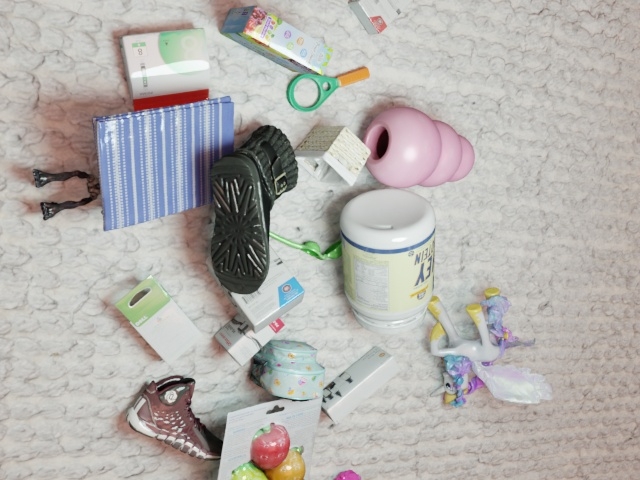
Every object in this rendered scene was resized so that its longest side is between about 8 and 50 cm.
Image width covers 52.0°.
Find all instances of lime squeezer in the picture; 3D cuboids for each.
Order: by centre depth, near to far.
[{"bbox_3d":[0.000,0.000,1.709,0.310,0.059,0.110,-9,107,-24],"label":"lime squeezer"}]

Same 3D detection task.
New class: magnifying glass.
[{"bbox_3d":[0.021,-0.388,1.643,0.231,0.026,0.092,-23,111,-19],"label":"magnifying glass"}]

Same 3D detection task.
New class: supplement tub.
[{"bbox_3d":[0.174,0.056,1.681,0.235,0.235,0.325,-22,128,-21],"label":"supplement tub"}]

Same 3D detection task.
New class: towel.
[{"bbox_3d":[-0.321,-0.171,1.402,0.336,0.040,0.243,-21,124,-40],"label":"towel"}]

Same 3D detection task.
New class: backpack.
[{"bbox_3d":[-0.075,0.332,1.677,0.166,0.188,0.144,9,98,-28],"label":"backpack"}]

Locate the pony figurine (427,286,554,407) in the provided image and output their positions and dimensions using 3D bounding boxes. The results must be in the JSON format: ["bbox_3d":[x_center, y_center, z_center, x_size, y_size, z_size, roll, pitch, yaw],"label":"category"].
[{"bbox_3d":[0.481,0.327,1.944,0.351,0.303,0.363,-9,113,9],"label":"pony figurine"}]

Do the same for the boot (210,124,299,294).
[{"bbox_3d":[-0.144,-0.075,1.521,0.131,0.260,0.348,9,115,12],"label":"boot"}]

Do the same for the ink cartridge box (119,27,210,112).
[{"bbox_3d":[-0.332,-0.347,1.456,0.181,0.056,0.224,-14,107,-23],"label":"ink cartridge box"}]

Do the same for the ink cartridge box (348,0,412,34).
[{"bbox_3d":[0.152,-0.597,1.637,0.135,0.056,0.099,-46,118,-9],"label":"ink cartridge box"}]

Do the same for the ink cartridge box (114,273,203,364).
[{"bbox_3d":[-0.385,0.182,1.554,0.109,0.062,0.209,-41,117,-13],"label":"ink cartridge box"}]

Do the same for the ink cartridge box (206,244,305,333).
[{"bbox_3d":[-0.157,0.095,1.577,0.148,0.086,0.203,-34,75,-16],"label":"ink cartridge box"}]

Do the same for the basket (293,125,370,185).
[{"bbox_3d":[0.029,-0.210,1.610,0.113,0.167,0.103,40,78,-29],"label":"basket"}]

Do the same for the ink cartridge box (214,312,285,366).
[{"bbox_3d":[-0.179,0.226,1.642,0.150,0.109,0.063,-42,118,-12],"label":"ink cartridge box"}]

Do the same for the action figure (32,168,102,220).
[{"bbox_3d":[-0.456,-0.112,1.402,0.276,0.141,0.164,-12,106,-21],"label":"action figure"}]

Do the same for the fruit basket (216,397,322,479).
[{"bbox_3d":[-0.143,0.570,1.701,0.327,0.165,0.353,-3,102,-45],"label":"fruit basket"}]

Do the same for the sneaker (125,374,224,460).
[{"bbox_3d":[-0.322,0.430,1.626,0.281,0.106,0.162,32,84,-29],"label":"sneaker"}]

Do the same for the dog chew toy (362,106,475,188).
[{"bbox_3d":[0.272,-0.231,1.717,0.332,0.207,0.206,4,101,-36],"label":"dog chew toy"}]

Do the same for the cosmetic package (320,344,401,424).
[{"bbox_3d":[0.101,0.399,1.836,0.239,0.099,0.060,-37,116,-15],"label":"cosmetic package"}]

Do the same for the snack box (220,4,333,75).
[{"bbox_3d":[-0.100,-0.448,1.478,0.207,0.174,0.070,22,95,-30],"label":"snack box"}]

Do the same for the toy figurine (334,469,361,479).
[{"bbox_3d":[0.091,0.751,1.923,0.173,0.130,0.159,4,92,-50],"label":"toy figurine"}]
